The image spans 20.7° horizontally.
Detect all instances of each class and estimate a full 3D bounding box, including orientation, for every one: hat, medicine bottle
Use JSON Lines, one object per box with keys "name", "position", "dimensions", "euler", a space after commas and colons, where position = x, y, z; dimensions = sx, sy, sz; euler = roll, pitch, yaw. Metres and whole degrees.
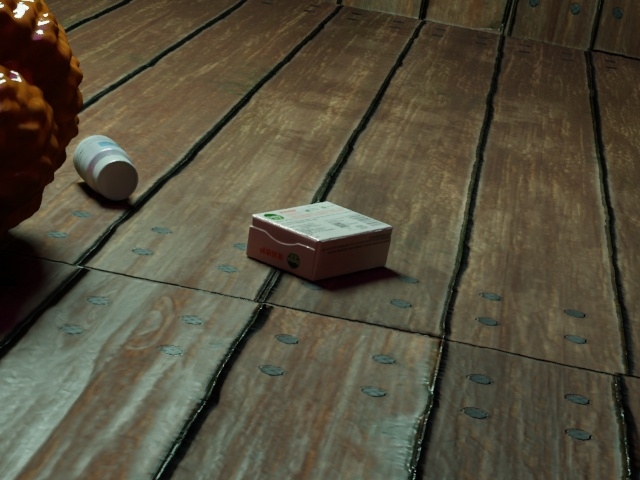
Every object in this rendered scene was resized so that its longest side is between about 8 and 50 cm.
{"name": "hat", "position": [-0.318, -0.096, 1.475], "dimensions": [0.285, 0.285, 0.400], "euler": [3, 20, -24]}
{"name": "medicine bottle", "position": [-0.224, -0.076, 1.832], "dimensions": [0.052, 0.052, 0.089], "euler": [3, 17, -24]}

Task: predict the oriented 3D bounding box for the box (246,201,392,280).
{"name": "box", "position": [0.000, 0.000, 1.721], "dimensions": [0.089, 0.043, 0.125], "euler": [22, 20, 35]}
